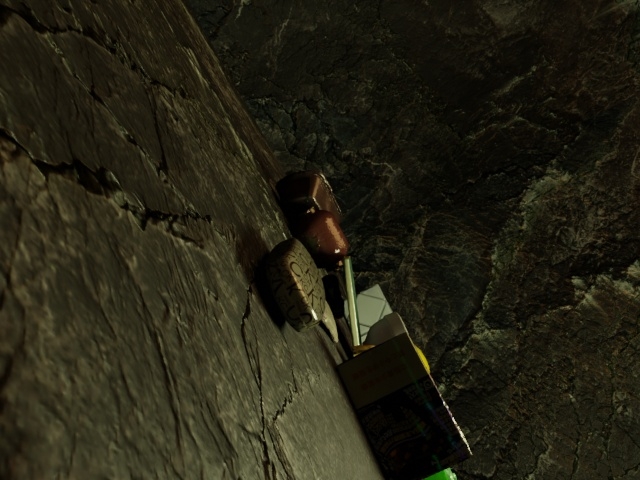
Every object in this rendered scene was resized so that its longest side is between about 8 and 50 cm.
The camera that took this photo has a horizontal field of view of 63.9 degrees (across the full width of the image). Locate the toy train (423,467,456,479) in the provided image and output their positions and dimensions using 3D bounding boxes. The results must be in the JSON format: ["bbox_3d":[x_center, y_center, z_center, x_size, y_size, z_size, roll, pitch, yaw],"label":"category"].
[{"bbox_3d":[0.395,0.828,1.708,0.188,0.133,0.243,-99,164,-55],"label":"toy train"}]

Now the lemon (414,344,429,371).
[{"bbox_3d":[0.299,0.505,1.949,0.288,0.234,0.233,76,-7,-45],"label":"lemon"}]

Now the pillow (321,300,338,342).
[{"bbox_3d":[0.009,0.198,1.402,0.232,0.038,0.130,63,4,-58],"label":"pillow"}]

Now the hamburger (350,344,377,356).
[{"bbox_3d":[0.168,0.401,1.501,0.124,0.131,0.262,-114,-179,-53],"label":"hamburger"}]

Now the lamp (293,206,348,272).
[{"bbox_3d":[0.000,0.000,1.898,0.257,0.180,0.180,63,2,-8],"label":"lamp"}]

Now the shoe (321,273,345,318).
[{"bbox_3d":[0.043,0.200,1.821,0.194,0.074,0.077,-109,-176,-55],"label":"shoe"}]

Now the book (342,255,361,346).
[{"bbox_3d":[0.111,0.240,1.734,0.264,0.031,0.378,22,61,-86],"label":"book"}]

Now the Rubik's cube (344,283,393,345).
[{"bbox_3d":[0.230,0.359,2.332,0.205,0.207,0.205,66,4,37],"label":"Rubik's cube"}]

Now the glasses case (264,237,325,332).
[{"bbox_3d":[-0.047,0.075,0.992,0.137,0.085,0.354,62,3,-7],"label":"glasses case"}]

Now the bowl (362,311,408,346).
[{"bbox_3d":[0.230,0.392,1.703,0.287,0.144,0.286,162,-90,-90],"label":"bowl"}]

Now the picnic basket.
[{"bbox_3d":[-0.050,-0.120,2.023,0.129,0.223,0.296,-81,151,-45],"label":"picnic basket"}]

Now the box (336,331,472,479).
[{"bbox_3d":[0.191,0.395,1.208,0.310,0.198,0.084,64,2,22],"label":"box"}]
